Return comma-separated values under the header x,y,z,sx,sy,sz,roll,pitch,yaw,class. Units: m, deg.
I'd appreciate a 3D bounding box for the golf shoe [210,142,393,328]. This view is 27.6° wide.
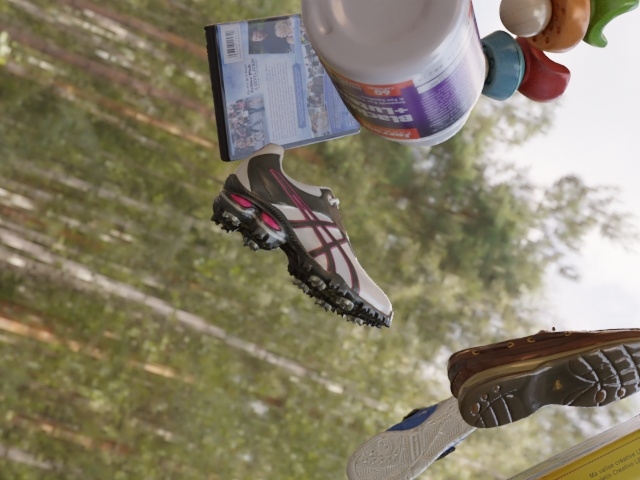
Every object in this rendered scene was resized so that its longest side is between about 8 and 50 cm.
x,y,z,sx,sy,sz,roll,pitch,yaw,class
0.000,0.000,1.580,0.120,0.273,0.105,-54,-164,-18,golf shoe

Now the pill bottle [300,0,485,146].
x,y,z,sx,sy,sz,roll,pitch,yaw,class
0.057,-0.130,0.899,0.193,0.108,0.108,48,58,-72,pill bottle

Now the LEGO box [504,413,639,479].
x,y,z,sx,sy,sz,roll,pitch,yaw,class
0.405,0.382,1.840,0.193,0.500,0.372,65,-27,10,LEGO box

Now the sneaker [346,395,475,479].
x,y,z,sx,sy,sz,roll,pitch,yaw,class
0.088,0.207,1.307,0.152,0.058,0.084,-31,169,-18,sneaker

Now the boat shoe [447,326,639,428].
x,y,z,sx,sy,sz,roll,pitch,yaw,class
0.181,0.091,0.989,0.060,0.178,0.064,-114,-161,-48,boat shoe

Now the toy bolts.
x,y,z,sx,sy,sz,roll,pitch,yaw,class
0.232,-0.275,1.570,0.218,0.158,0.228,65,-33,28,toy bolts

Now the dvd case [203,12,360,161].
x,y,z,sx,sy,sz,roll,pitch,yaw,class
-0.046,-0.216,1.776,0.022,0.253,0.180,6,-73,45,dvd case
